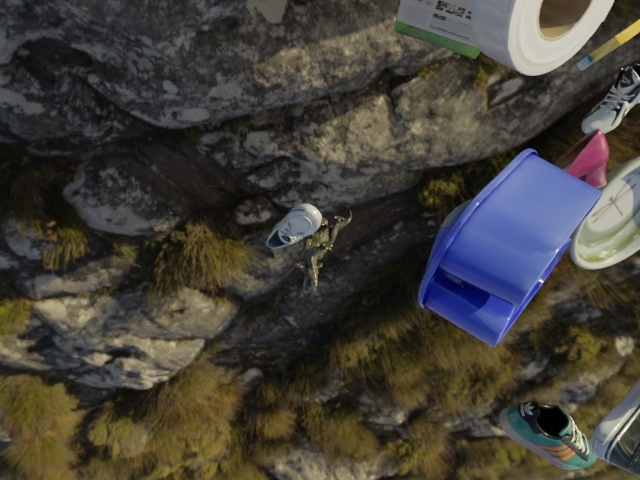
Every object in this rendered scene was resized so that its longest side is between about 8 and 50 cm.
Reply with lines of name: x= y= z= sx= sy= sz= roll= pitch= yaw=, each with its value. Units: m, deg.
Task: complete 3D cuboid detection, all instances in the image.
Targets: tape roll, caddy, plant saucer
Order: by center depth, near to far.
caddy: x=0.287 y=0.001 z=0.760 sx=0.341 sy=0.179 sz=0.241 roll=-38 pitch=151 yaw=-31
tape roll: x=0.421 y=-0.460 z=0.866 sx=0.286 sy=0.100 sz=0.286 roll=-21 pitch=137 yaw=-21
plant saucer: x=0.872 y=-0.098 z=1.370 sx=0.400 sy=0.101 sz=0.401 roll=-12 pitch=130 yaw=-15

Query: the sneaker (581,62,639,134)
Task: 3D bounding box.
sneaker: x=0.850 y=-0.417 z=1.335 sx=0.234 sy=0.094 sz=0.153 roll=-33 pitch=142 yaw=14

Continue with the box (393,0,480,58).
box: x=0.297 y=-0.536 z=1.078 sx=0.232 sy=0.059 sz=0.322 roll=20 pitch=-179 yaw=3

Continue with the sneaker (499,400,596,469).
sneaker: x=0.612 y=0.497 z=1.197 sx=0.302 sy=0.108 sz=0.121 roll=27 pitch=135 yaw=-15

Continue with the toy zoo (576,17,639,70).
toy zoo: x=0.875 y=-0.591 z=1.349 sx=0.293 sy=0.030 sz=0.192 roll=-36 pitch=180 yaw=-1

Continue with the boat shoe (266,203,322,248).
boat shoe: x=-0.071 y=-0.022 z=1.201 sx=0.083 sy=0.076 sz=0.226 roll=41 pitch=152 yaw=-9

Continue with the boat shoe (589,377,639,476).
boat shoe: x=0.678 y=0.348 z=0.934 sx=0.335 sy=0.119 sz=0.121 roll=-31 pitch=128 yaw=-23

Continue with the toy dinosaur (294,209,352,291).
toy dinosaur: x=0.000 y=0.000 z=1.530 sx=0.121 sy=0.314 sz=0.160 roll=28 pitch=142 yaw=-3

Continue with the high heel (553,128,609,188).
high heel: x=0.434 y=-0.124 z=0.911 sx=0.243 sy=0.082 sz=0.117 roll=-17 pitch=119 yaw=11
